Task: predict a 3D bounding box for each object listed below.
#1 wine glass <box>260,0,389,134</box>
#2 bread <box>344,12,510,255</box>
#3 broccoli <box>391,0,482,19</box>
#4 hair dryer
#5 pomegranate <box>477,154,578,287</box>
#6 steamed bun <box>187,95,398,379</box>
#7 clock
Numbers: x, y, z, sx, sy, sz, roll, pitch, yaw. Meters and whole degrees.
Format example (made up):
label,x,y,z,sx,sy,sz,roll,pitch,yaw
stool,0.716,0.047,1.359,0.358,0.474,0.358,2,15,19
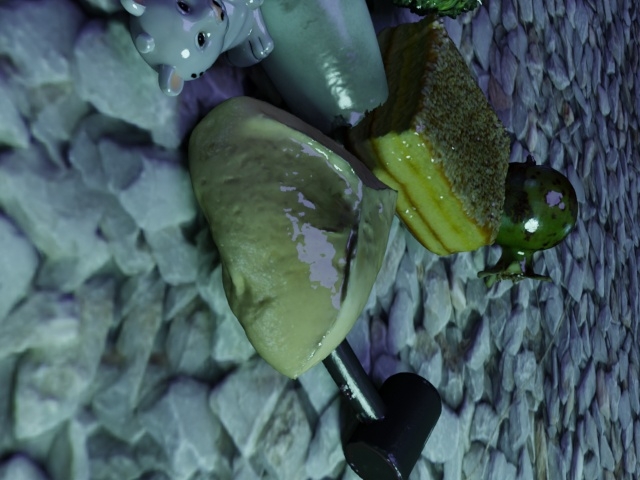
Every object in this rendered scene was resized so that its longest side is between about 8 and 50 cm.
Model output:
label,x,y,z,sx,sy,sz,roll,pitch,yaw
wine glass,-0.014,-0.200,0.652,0.111,0.111,0.204,-50,123,-44
bread,0.126,-0.110,0.831,0.234,0.111,0.184,45,48,-42
broccoli,0.119,-0.341,0.796,0.226,0.176,0.198,-20,84,-34
hair dryer,0.032,0.121,0.721,0.248,0.071,0.114,59,44,-17
pomegranate,0.275,-0.027,0.987,0.148,0.149,0.169,25,64,-49
steamed bun,-0.014,-0.026,0.609,0.212,0.110,0.231,47,43,-26
clock,-0.112,-0.207,0.551,0.117,0.080,0.176,-38,117,-47
